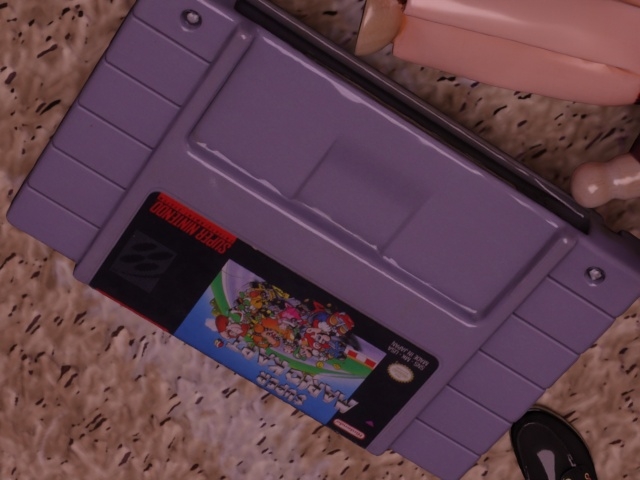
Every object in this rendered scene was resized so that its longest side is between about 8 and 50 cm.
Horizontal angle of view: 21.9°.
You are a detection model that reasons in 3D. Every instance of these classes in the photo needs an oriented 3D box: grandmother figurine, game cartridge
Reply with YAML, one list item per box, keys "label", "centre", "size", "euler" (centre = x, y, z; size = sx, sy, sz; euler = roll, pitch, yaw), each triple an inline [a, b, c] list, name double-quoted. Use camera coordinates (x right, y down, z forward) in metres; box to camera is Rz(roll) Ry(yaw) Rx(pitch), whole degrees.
- label: "grandmother figurine"
  centre: [0.196, -0.118, 0.986]
  size: [0.342, 0.104, 0.207]
  euler: [12, 103, -1]
- label: "game cartridge"
  centre: [0.000, 0.000, 1.048]
  size: [0.355, 0.068, 0.230]
  euler: [31, 120, -10]

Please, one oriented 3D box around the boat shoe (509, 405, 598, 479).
- label: "boat shoe"
  centre: [0.171, 0.174, 1.146]
  size: [0.049, 0.042, 0.133]
  euler: [-23, 108, 14]
